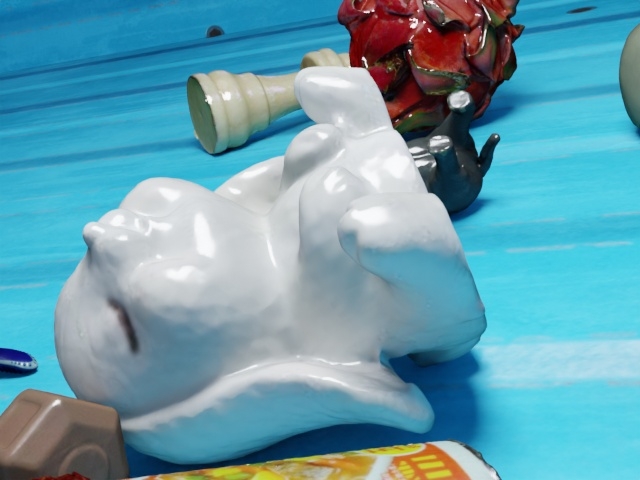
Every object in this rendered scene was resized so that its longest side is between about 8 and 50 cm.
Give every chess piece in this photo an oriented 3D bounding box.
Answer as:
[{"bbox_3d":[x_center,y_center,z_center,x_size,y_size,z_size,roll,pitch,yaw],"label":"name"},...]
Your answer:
[{"bbox_3d":[0.011,-0.229,1.559,0.397,0.117,0.117,-18,19,-18],"label":"chess piece"}]

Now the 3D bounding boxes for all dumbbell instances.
[{"bbox_3d":[-0.218,0.127,0.691,0.230,0.082,0.092,5,49,42],"label":"dumbbell"}]

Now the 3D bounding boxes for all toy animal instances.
[{"bbox_3d":[-0.042,0.041,0.707,0.264,0.206,0.272,-26,38,2],"label":"toy animal"},{"bbox_3d":[0.039,-0.064,1.034,0.269,0.137,0.082,-12,57,12],"label":"toy animal"}]

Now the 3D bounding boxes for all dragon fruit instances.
[{"bbox_3d":[0.111,-0.228,1.338,0.293,0.234,0.234,-38,23,-7],"label":"dragon fruit"}]

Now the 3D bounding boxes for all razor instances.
[{"bbox_3d":[-0.308,0.103,0.922,0.154,0.028,0.044,-6,19,22],"label":"razor"}]

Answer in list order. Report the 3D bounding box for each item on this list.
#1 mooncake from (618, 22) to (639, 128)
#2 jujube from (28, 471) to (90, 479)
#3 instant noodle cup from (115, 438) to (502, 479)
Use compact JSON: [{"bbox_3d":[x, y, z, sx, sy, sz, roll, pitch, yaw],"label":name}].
[{"bbox_3d":[0.440,-0.190,1.119,0.274,0.135,0.275,-11,14,3],"label":"mooncake"},{"bbox_3d":[-0.145,0.165,0.517,0.104,0.104,0.166,-8,19,15],"label":"jujube"},{"bbox_3d":[-0.032,0.157,0.374,0.212,0.193,0.193,-10,17,-17],"label":"instant noodle cup"}]
